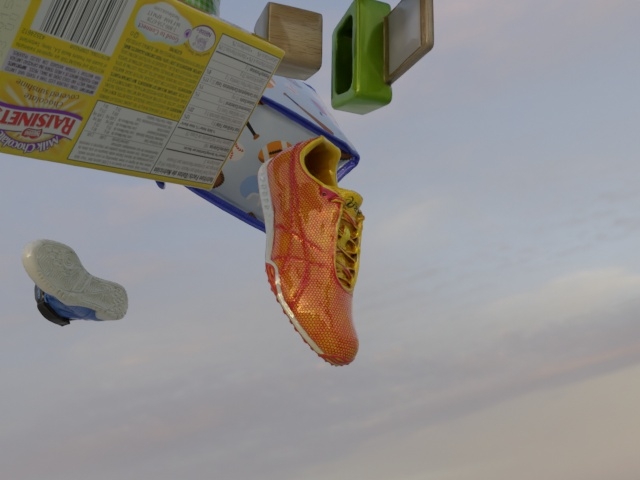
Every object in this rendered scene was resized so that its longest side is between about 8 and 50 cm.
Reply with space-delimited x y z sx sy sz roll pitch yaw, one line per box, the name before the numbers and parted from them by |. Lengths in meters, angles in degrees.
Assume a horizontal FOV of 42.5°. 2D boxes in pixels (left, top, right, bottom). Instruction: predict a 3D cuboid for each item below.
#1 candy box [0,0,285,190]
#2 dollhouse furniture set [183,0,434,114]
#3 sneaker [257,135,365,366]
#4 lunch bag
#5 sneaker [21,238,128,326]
candy box | -0.106 -0.087 0.449 0.105 0.027 0.206 -57 -27 15
dollhouse furniture set | -0.065 -0.228 0.634 0.302 0.197 0.151 7 -16 -22
sneaker | 0.000 0.000 0.556 0.067 0.175 0.064 -27 -32 23
lunch bag | -0.177 -0.205 1.331 0.385 0.328 0.239 30 -75 -28
sneaker | -0.277 0.047 0.856 0.085 0.058 0.152 -7 -25 22
